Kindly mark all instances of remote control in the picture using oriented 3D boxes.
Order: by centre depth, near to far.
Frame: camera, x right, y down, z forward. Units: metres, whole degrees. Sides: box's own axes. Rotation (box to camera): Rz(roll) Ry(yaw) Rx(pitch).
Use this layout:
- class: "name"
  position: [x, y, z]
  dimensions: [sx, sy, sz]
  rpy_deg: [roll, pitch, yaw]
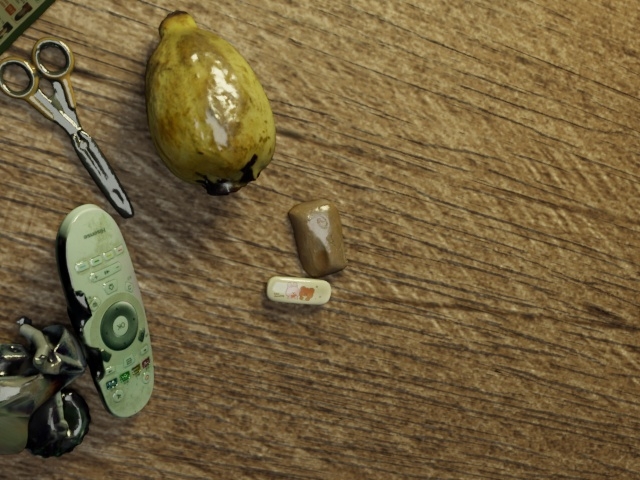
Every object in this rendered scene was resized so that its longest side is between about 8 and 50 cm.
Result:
- class: "remote control"
  position: [-0.247, 0.084, 0.901]
  dimensions: [0.097, 0.045, 0.256]
  rpy_deg: [-27, 110, -52]

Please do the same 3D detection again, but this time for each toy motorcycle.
- class: "toy motorcycle"
  position: [-0.367, 0.152, 0.847]
  dimensions: [0.271, 0.106, 0.159]
  rpy_deg: [19, 97, -33]

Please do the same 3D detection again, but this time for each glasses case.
- class: "glasses case"
  position: [-0.027, 0.063, 0.989]
  dimensions: [0.083, 0.021, 0.032]
  rpy_deg: [6, 98, -18]

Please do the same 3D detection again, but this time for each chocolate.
- class: "chocolate"
  position: [0.000, 0.000, 0.985]
  dimensions: [0.065, 0.031, 0.100]
  rpy_deg: [-13, 103, -11]

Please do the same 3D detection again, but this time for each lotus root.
- class: "lotus root"
  position: [-0.131, -0.154, 0.878]
  dimensions: [0.139, 0.138, 0.214]
  rpy_deg: [-25, 93, -13]

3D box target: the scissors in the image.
- class: "scissors"
  position: [-0.274, -0.118, 0.890]
  dimensions: [0.088, 0.017, 0.220]
  rpy_deg: [-32, 106, -11]

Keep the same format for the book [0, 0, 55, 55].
- class: "book"
  position: [-0.333, -0.231, 0.760]
  dimensions: [0.027, 0.202, 0.264]
  rpy_deg: [41, 85, -1]
